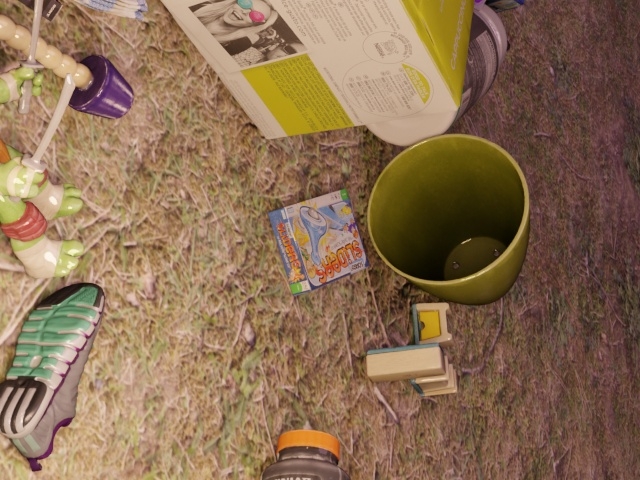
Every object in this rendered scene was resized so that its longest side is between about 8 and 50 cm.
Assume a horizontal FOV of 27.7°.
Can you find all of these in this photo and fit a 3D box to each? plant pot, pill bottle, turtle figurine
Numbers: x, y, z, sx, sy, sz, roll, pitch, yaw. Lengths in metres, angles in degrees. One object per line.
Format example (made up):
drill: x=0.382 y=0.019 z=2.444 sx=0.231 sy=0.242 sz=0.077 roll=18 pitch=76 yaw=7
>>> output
plant pot: x=0.254 y=0.001 z=2.274 sx=0.293 sy=0.274 sz=0.275 roll=51 pitch=35 yaw=-60
pill bottle: x=-0.024 y=0.381 z=1.739 sx=0.130 sy=0.130 sz=0.246 roll=39 pitch=44 yaw=-44
pill bottle: x=0.209 y=-0.320 z=2.372 sx=0.361 sy=0.204 sz=0.204 roll=-44 pitch=114 yaw=-57
turtle figurine: x=-0.310 y=-0.100 z=1.399 sx=0.274 sy=0.198 sz=0.266 roll=-41 pitch=141 yaw=-13

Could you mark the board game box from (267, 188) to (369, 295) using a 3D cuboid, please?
board game box: x=0.000 y=0.000 z=2.047 sx=0.201 sy=0.035 sz=0.136 roll=-21 pitch=95 yaw=-59

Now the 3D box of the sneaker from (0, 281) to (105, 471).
sneaker: x=-0.301 y=0.150 z=1.472 sx=0.224 sy=0.083 sz=0.098 roll=-66 pitch=152 yaw=-42

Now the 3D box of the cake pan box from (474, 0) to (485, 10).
cake pan box: x=0.153 y=-0.529 z=2.351 sx=0.267 sy=0.070 sz=0.245 roll=39 pitch=12 yaw=37

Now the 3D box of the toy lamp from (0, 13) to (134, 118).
toy lamp: x=-0.336 y=-0.225 z=1.570 sx=0.274 sy=0.080 sz=0.080 roll=32 pitch=51 yaw=-45

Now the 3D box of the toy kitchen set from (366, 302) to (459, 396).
toy kitchen set: x=0.153 y=0.166 z=2.176 sx=0.207 sy=0.122 sz=0.166 roll=54 pitch=30 yaw=-66

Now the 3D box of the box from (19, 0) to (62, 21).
box: x=-0.387 y=-0.325 z=1.512 sx=0.116 sy=0.029 sz=0.162 roll=43 pitch=6 yaw=40

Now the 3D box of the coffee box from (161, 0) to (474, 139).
coffee box: x=0.019 y=-0.396 z=1.910 sx=0.338 sy=0.334 sz=0.338 roll=53 pitch=39 yaw=-47

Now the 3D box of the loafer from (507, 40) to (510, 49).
loafer: x=0.302 y=-0.454 z=2.708 sx=0.220 sy=0.078 sz=0.080 roll=41 pitch=16 yaw=-20

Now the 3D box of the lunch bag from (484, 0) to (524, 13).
lunch bag: x=0.347 y=-0.537 z=2.768 sx=0.151 sy=0.128 sz=0.096 roll=45 pitch=43 yaw=-42

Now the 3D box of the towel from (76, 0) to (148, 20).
towel: x=-0.334 y=-0.374 z=1.582 sx=0.209 sy=0.034 sz=0.285 roll=57 pitch=19 yaw=13
